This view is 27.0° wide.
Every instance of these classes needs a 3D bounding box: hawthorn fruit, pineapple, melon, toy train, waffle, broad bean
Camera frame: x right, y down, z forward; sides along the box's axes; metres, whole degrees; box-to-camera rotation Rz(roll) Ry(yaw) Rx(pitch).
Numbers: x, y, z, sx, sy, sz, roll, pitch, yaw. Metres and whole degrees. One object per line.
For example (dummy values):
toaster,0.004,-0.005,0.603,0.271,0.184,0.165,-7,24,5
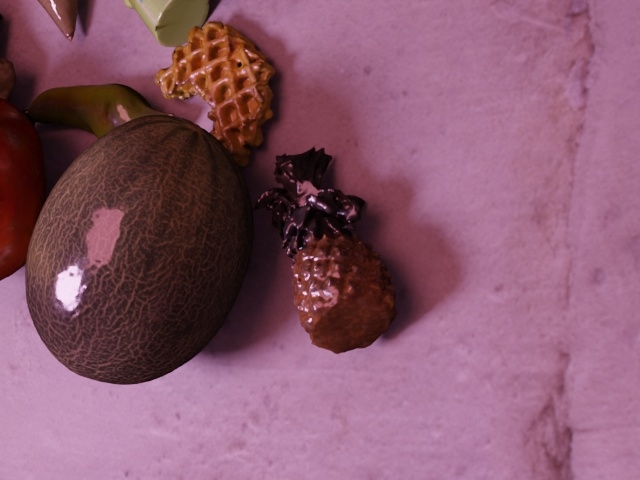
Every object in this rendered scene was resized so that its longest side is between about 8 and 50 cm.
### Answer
hawthorn fruit,-0.457,-0.084,1.670,0.254,0.254,0.300,64,142,29
pineapple,0.000,0.000,1.416,0.119,0.111,0.237,-19,55,0
melon,-0.199,0.009,1.478,0.237,0.237,0.301,30,100,38
toy train,-0.211,-0.357,1.670,0.253,0.105,0.157,55,127,32
waffle,-0.127,-0.175,1.584,0.194,0.051,0.149,44,106,35
broad bean,-0.296,-0.163,1.710,0.325,0.067,0.075,8,71,43

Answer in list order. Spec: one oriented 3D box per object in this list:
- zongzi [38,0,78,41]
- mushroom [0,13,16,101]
zongzi,-0.325,-0.460,1.773,0.274,0.145,0.300,-41,76,17
mushroom,-0.550,-0.203,1.838,0.292,0.212,0.217,-54,45,7
